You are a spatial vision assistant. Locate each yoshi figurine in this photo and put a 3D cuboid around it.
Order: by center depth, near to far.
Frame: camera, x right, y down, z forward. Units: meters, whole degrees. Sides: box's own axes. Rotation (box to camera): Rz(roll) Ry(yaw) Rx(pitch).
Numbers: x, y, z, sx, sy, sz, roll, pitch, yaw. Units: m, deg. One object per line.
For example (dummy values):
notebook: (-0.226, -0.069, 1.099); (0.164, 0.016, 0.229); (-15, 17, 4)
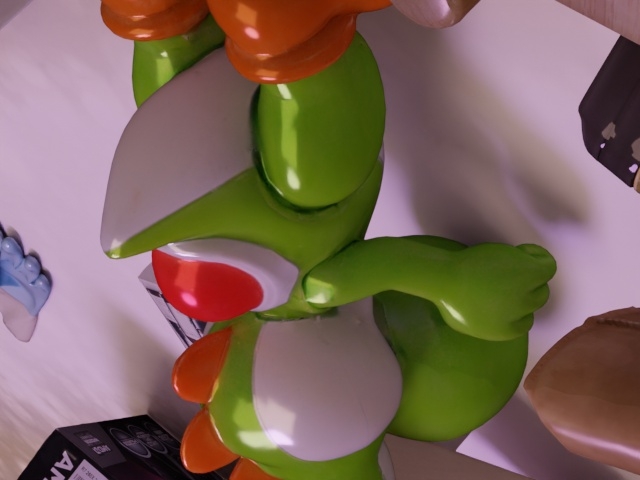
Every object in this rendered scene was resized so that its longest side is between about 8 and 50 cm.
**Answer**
yoshi figurine: (0.015, -0.016, 0.936); (0.203, 0.203, 0.362); (-5, 124, 8)

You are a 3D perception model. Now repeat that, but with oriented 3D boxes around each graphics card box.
graphics card box: (-0.070, 0.295, 1.537); (0.371, 0.094, 0.233); (37, -173, 13)

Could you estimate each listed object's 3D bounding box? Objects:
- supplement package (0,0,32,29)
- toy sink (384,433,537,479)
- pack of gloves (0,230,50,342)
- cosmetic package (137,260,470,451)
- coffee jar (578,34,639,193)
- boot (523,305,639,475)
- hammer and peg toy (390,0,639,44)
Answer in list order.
supplement package: (-0.311, -0.193, 1.133); (0.244, 0.139, 0.134); (48, 158, -13)
toy sink: (0.080, 0.223, 1.105); (0.234, 0.153, 0.131); (19, 156, 0)
pack of gloves: (-0.329, 0.008, 1.644); (0.195, 0.046, 0.232); (42, 157, 1)
cosmetic package: (-0.009, 0.064, 1.186); (0.239, 0.060, 0.099); (16, 147, 47)
coffee jar: (0.186, -0.020, 0.666); (0.184, 0.096, 0.079); (36, 119, 15)
boot: (0.189, 0.093, 0.729); (0.236, 0.089, 0.269); (2, -170, -45)
hammer and peg toy: (0.118, -0.168, 0.484); (0.266, 0.127, 0.361); (32, 154, 27)
